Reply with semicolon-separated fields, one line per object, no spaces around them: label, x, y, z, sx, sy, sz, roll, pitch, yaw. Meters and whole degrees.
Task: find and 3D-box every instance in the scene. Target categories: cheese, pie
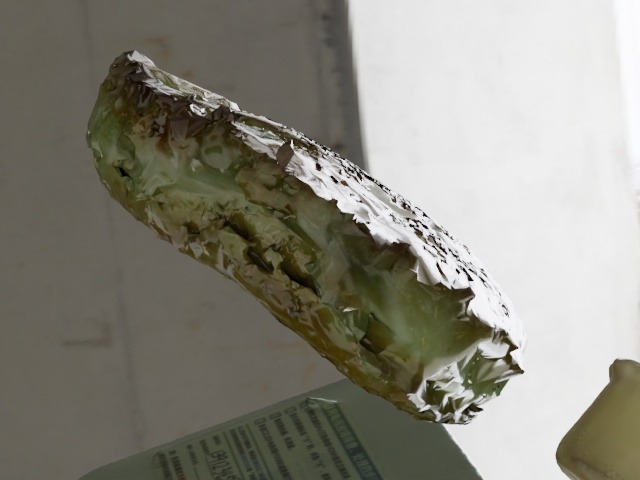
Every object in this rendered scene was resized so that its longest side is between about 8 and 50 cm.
cheese;0.309;0.210;1.149;0.384;0.384;0.104;37;-91;23
pie;0.000;0.000;0.912;0.288;0.355;0.103;37;-86;26

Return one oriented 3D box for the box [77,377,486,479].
box;-0.036;0.289;1.450;0.397;0.396;0.111;-19;-67;-7
